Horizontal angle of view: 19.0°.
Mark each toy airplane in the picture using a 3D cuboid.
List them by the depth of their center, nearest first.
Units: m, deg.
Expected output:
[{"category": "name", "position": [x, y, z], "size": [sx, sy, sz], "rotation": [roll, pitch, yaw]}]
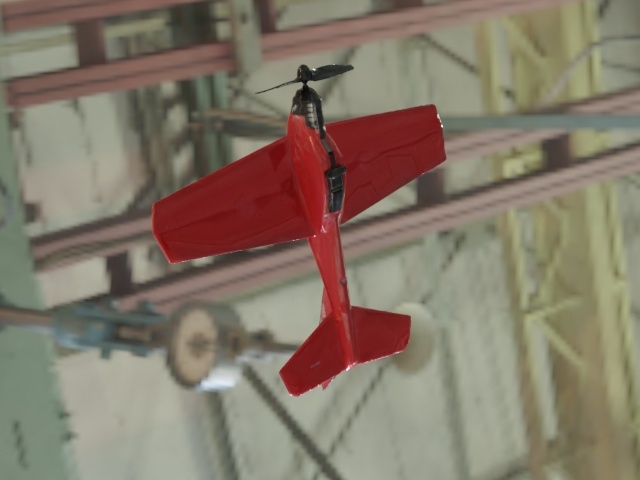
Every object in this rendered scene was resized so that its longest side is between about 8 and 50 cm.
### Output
[{"category": "toy airplane", "position": [0.000, 0.000, 0.788], "size": [0.151, 0.028, 0.151], "rotation": [-14, -66, -35]}]
